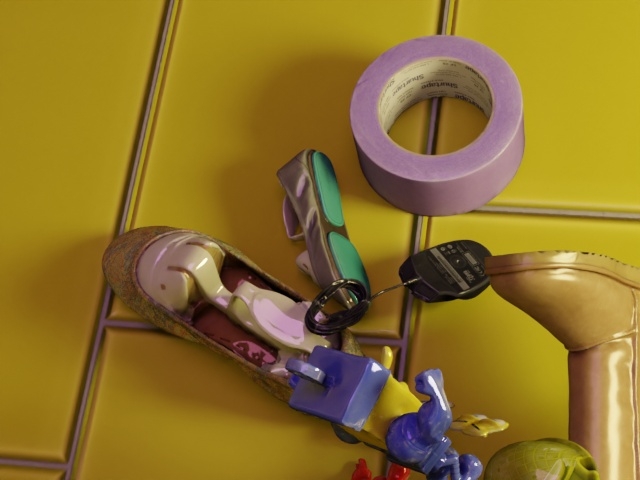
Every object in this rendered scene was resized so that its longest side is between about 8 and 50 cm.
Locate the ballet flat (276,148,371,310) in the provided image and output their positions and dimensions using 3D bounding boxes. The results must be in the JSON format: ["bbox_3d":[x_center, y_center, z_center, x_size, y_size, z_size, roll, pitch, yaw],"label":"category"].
[{"bbox_3d":[0.000,0.000,1.763,0.068,0.072,0.213,-30,57,24],"label":"ballet flat"}]

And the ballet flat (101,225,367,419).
[{"bbox_3d":[-0.095,0.063,1.707,0.348,0.123,0.123,32,71,23],"label":"ballet flat"}]

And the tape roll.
[{"bbox_3d":[0.129,-0.126,1.794,0.189,0.080,0.189,-4,62,7],"label":"tape roll"}]

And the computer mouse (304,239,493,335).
[{"bbox_3d":[0.083,0.055,1.681,0.242,0.041,0.071,-17,56,-30],"label":"computer mouse"}]

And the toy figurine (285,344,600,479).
[{"bbox_3d":[0.051,0.186,1.458,0.191,0.217,0.362,-55,24,-11],"label":"toy figurine"}]

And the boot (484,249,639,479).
[{"bbox_3d":[0.245,0.151,1.509,0.089,0.236,0.270,-12,73,49],"label":"boot"}]
